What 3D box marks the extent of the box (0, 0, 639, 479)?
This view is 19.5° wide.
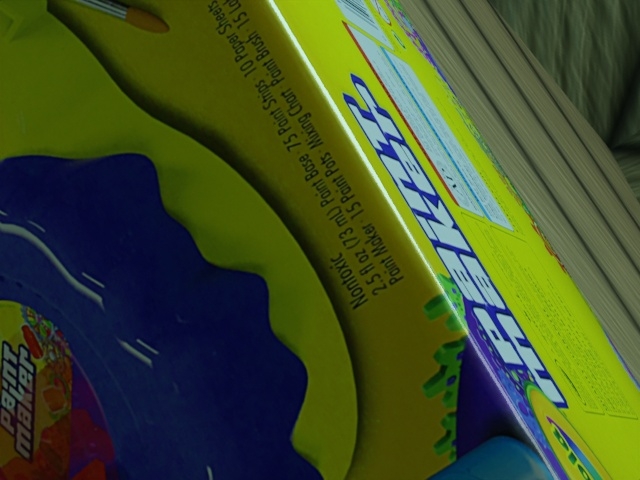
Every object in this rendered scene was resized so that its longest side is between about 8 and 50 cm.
[{"bbox_3d":[-0.079,0.052,0.519,0.290,0.279,0.177,59,14,17],"label":"box"}]
